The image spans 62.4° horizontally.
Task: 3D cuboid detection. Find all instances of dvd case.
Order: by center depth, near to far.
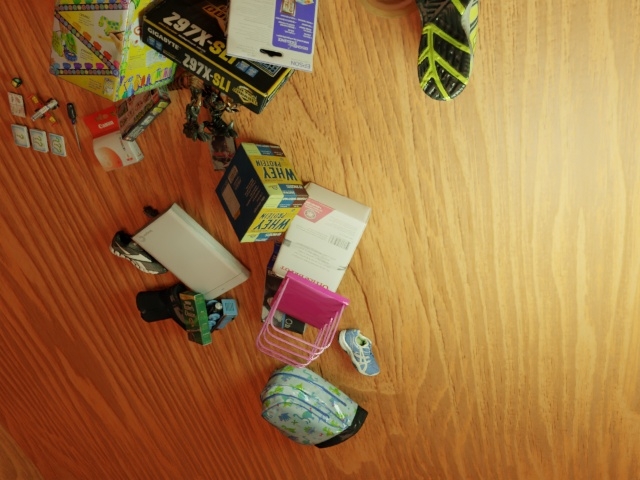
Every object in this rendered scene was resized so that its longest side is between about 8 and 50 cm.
[{"bbox_3d":[-0.289,-0.262,1.584,0.087,0.013,0.119,5,125,16],"label":"dvd case"}]

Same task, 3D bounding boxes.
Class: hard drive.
[{"bbox_3d":[-0.441,0.051,1.808,0.233,0.047,0.353,-29,116,33],"label":"hard drive"}]

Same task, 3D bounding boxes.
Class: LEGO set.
[{"bbox_3d":[-0.922,-0.387,1.689,0.183,0.060,0.244,15,126,4],"label":"LEGO set"}]

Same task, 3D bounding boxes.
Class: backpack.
[{"bbox_3d":[-0.056,0.625,1.990,0.290,0.273,0.355,-35,95,41],"label":"backpack"}]

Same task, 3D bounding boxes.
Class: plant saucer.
[{"bbox_3d":[0.160,-0.600,1.183,0.200,0.037,0.199,9,125,13],"label":"plant saucer"}]

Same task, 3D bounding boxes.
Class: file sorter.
[{"bbox_3d":[-0.071,0.260,1.624,0.202,0.182,0.290,26,151,-3],"label":"file sorter"}]

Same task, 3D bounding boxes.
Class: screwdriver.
[{"bbox_3d":[-0.783,-0.356,1.682,0.024,0.025,0.169,15,126,9],"label":"screwdriver"}]

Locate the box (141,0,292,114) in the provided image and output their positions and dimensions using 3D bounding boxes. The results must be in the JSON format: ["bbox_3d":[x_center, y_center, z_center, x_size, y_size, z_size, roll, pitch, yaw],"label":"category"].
[{"bbox_3d":[-0.213,-0.475,1.253,0.322,0.257,0.079,32,146,-3],"label":"box"}]

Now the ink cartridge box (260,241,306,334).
[{"bbox_3d":[-0.106,0.167,1.787,0.166,0.065,0.332,16,126,9],"label":"ink cartridge box"}]

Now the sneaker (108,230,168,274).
[{"bbox_3d":[-0.638,0.039,1.870,0.234,0.078,0.106,27,130,2],"label":"sneaker"}]

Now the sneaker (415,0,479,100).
[{"bbox_3d":[0.275,-0.504,1.155,0.145,0.147,0.384,9,107,16],"label":"sneaker"}]

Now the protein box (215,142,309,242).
[{"bbox_3d":[-0.171,-0.133,1.495,0.199,0.136,0.201,-52,56,37],"label":"protein box"}]

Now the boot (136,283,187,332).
[{"bbox_3d":[-0.565,0.281,2.000,0.207,0.094,0.246,-14,114,25],"label":"boot"}]

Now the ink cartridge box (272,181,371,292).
[{"bbox_3d":[0.000,0.000,1.581,0.207,0.117,0.282,24,121,2],"label":"ink cartridge box"}]

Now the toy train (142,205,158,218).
[{"bbox_3d":[-0.535,-0.065,1.797,0.158,0.027,0.036,34,138,-7],"label":"toy train"}]

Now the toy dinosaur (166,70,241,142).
[{"bbox_3d":[-0.294,-0.391,1.439,0.322,0.165,0.218,30,122,47],"label":"toy dinosaur"}]

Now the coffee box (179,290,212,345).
[{"bbox_3d":[-0.446,0.274,1.885,0.113,0.041,0.184,3,104,47],"label":"coffee box"}]

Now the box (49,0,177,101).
[{"bbox_3d":[-0.467,-0.522,1.272,0.177,0.290,0.279,25,119,3],"label":"box"}]

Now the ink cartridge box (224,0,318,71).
[{"bbox_3d":[-0.113,-0.499,1.217,0.207,0.208,0.045,6,174,-20],"label":"ink cartridge box"}]

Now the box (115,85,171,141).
[{"bbox_3d":[-0.514,-0.387,1.521,0.207,0.036,0.114,-30,70,33],"label":"box"}]

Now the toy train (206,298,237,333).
[{"bbox_3d":[-0.376,0.278,1.933,0.105,0.080,0.184,5,144,-29],"label":"toy train"}]

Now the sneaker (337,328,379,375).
[{"bbox_3d":[0.147,0.393,1.842,0.081,0.080,0.211,-25,114,34],"label":"sneaker"}]

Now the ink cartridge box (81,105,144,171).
[{"bbox_3d":[-0.658,-0.315,1.656,0.146,0.045,0.179,-11,121,25],"label":"ink cartridge box"}]
